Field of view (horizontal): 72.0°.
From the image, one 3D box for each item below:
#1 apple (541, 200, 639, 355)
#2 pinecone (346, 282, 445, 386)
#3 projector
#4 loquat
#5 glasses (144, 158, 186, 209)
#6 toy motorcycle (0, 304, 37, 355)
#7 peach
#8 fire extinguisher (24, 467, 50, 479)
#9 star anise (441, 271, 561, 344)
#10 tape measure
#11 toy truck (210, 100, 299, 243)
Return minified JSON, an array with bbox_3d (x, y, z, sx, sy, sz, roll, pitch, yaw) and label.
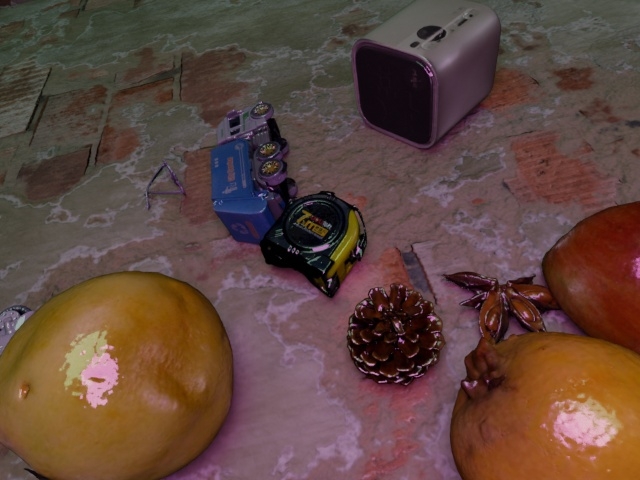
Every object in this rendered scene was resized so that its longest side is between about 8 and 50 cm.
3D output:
[{"bbox_3d":[0.531,0.077,0.672,0.346,0.179,0.254,27,93,24],"label":"apple"},{"bbox_3d":[0.119,0.143,0.710,0.163,0.165,0.163,-4,56,6],"label":"pinecone"},{"bbox_3d":[0.250,-0.409,1.067,0.248,0.248,0.249,34,65,32],"label":"projector"},{"bbox_3d":[0.293,0.232,0.543,0.275,0.275,0.275,-6,51,7],"label":"loquat"},{"bbox_3d":[-0.408,-0.135,1.108,0.104,0.062,0.140,-31,51,-11],"label":"glasses"},{"bbox_3d":[-0.589,0.250,0.818,0.171,0.110,0.260,13,60,7],"label":"toy motorcycle"},{"bbox_3d":[-0.301,0.202,0.676,0.281,0.314,0.315,-24,41,41],"label":"peach"},{"bbox_3d":[-0.444,0.312,0.732,0.075,0.106,0.252,-31,48,17],"label":"fire extinguisher"},{"bbox_3d":[0.320,0.118,0.759,0.212,0.053,0.157,3,49,9],"label":"star anise"},{"bbox_3d":[0.000,0.000,0.887,0.199,0.112,0.186,29,69,23],"label":"tape measure"},{"bbox_3d":[-0.151,-0.161,1.022,0.175,0.146,0.367,-15,51,5],"label":"toy truck"}]
